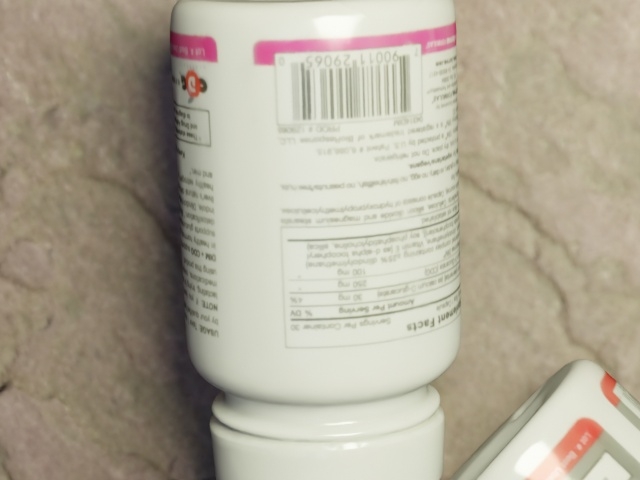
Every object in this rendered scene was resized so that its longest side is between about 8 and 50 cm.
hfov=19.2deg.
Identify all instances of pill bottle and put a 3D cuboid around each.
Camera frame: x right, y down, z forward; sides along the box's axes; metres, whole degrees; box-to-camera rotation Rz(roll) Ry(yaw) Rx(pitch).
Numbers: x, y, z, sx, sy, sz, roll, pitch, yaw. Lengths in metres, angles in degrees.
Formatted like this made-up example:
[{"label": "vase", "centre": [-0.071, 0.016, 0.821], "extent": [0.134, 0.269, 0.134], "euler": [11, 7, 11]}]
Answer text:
[{"label": "pill bottle", "centre": [0.197, 0.217, 1.064], "extent": [0.283, 0.161, 0.161], "euler": [44, 110, 4]}, {"label": "pill bottle", "centre": [0.000, 0.000, 1.074], "extent": [0.160, 0.160, 0.283], "euler": [2, 102, 16]}]
